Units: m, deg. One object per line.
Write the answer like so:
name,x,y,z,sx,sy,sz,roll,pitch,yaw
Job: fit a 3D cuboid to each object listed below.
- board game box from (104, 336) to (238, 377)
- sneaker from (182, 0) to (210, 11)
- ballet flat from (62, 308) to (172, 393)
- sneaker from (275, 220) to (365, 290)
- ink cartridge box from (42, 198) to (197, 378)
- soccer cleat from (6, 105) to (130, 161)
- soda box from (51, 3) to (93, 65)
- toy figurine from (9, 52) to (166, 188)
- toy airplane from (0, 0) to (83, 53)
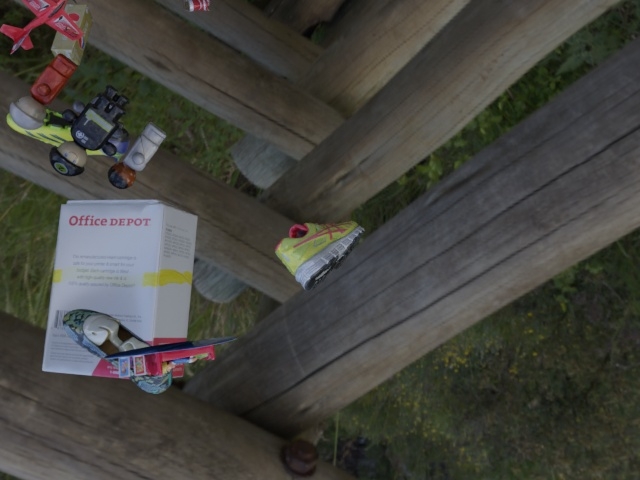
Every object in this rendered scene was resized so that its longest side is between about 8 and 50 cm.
board game box,-0.188,0.153,0.819,0.169,0.133,0.033,-8,86,10
sneaker,-0.354,-0.677,1.802,0.067,0.118,0.042,-13,123,-18
ballet flat,-0.291,0.149,0.924,0.188,0.070,0.070,33,124,0
sneaker,0.000,0.000,1.003,0.094,0.208,0.081,37,116,11
ink cartridge box,-0.449,0.110,1.439,0.279,0.384,0.160,1,172,19
soccer cleat,-0.621,-0.252,1.567,0.289,0.093,0.121,6,130,-33
soda box,-0.685,-0.569,1.746,0.061,0.181,0.058,2,149,1
toy figurine,-0.402,-0.195,1.108,0.213,0.209,0.148,41,95,21
toy airplane,-0.493,-0.385,1.111,0.151,0.028,0.151,-31,154,-17
